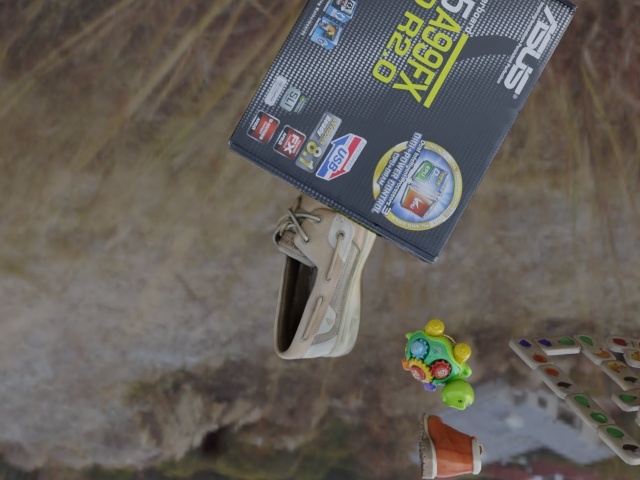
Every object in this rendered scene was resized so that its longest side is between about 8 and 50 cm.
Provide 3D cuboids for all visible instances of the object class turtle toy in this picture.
[{"bbox_3d":[0.163,0.174,1.534,0.130,0.066,0.095,43,150,14],"label":"turtle toy"}]

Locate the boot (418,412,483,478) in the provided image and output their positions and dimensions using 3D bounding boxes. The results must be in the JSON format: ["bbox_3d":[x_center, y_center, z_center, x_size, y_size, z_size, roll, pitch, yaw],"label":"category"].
[{"bbox_3d":[0.173,0.275,1.496,0.084,0.158,0.059,-2,104,1],"label":"boot"}]

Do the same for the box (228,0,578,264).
[{"bbox_3d":[0.073,-0.147,1.018,0.216,0.270,0.060,30,179,-4],"label":"box"}]

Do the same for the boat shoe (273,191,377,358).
[{"bbox_3d":[0.000,0.000,1.519,0.110,0.341,0.121,-3,-167,-34],"label":"boat shoe"}]

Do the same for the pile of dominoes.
[{"bbox_3d":[0.355,0.157,1.230,0.196,0.251,0.040,-2,118,-25],"label":"pile of dominoes"}]
